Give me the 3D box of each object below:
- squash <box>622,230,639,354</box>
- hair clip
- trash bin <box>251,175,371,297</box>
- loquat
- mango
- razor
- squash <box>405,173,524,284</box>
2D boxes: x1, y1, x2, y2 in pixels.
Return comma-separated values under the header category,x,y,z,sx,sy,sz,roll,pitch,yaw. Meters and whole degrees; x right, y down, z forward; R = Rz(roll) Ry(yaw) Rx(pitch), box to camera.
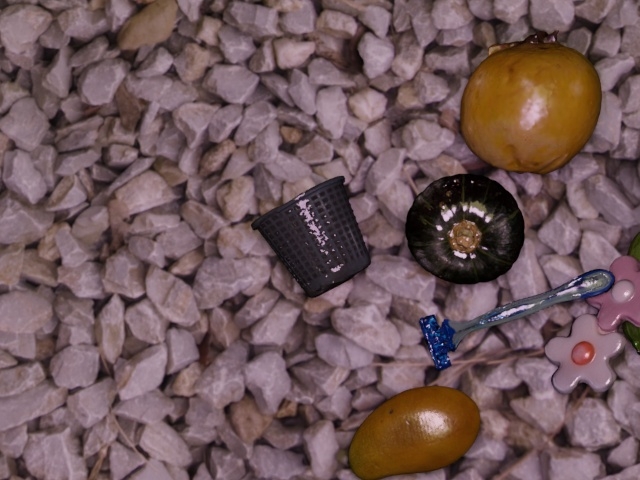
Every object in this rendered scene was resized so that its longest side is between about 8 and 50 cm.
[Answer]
category,x,y,z,sx,sy,sz,roll,pitch,yaw
squash,0.537,0.081,1.825,0.077,0.068,0.219,4,78,5
hair clip,0.461,0.140,1.787,0.075,0.146,0.257,24,99,-35
trash bin,0.000,0.000,1.830,0.175,0.175,0.161,-30,88,-4
loquat,0.346,-0.226,1.827,0.243,0.244,0.244,-1,77,3
mango,0.147,0.311,1.782,0.227,0.099,0.136,-24,84,6
razor,0.320,0.115,1.794,0.324,0.056,0.093,-22,77,14
squash,0.237,-0.018,1.822,0.193,0.156,0.193,-1,94,-11
